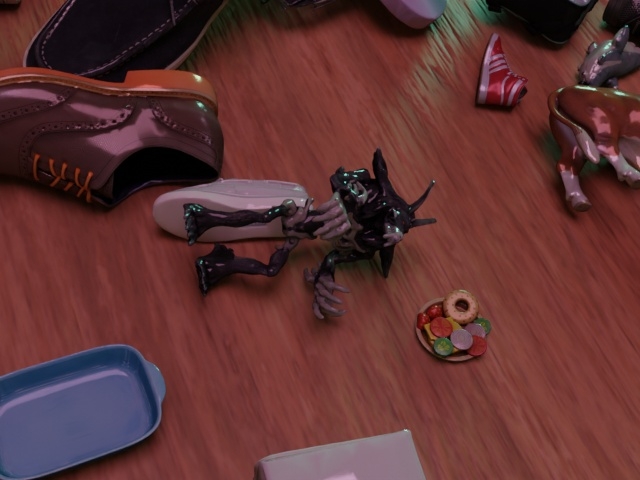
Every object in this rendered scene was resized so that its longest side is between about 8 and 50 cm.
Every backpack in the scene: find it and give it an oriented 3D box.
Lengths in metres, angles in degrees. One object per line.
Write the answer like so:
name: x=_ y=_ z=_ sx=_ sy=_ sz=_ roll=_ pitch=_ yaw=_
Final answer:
backpack: x=0.336 y=-0.401 z=1.313 sx=0.165 sy=0.144 sz=0.188 roll=32 pitch=47 yaw=9

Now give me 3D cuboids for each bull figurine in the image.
bull figurine: x=0.436 y=-0.118 z=1.150 sx=0.310 sy=0.101 sz=0.189 roll=6 pitch=56 yaw=-4

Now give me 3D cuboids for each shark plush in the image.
shark plush: x=0.398 y=-0.230 z=1.257 sx=0.067 sy=0.073 sz=0.161 roll=48 pitch=52 yaw=-11

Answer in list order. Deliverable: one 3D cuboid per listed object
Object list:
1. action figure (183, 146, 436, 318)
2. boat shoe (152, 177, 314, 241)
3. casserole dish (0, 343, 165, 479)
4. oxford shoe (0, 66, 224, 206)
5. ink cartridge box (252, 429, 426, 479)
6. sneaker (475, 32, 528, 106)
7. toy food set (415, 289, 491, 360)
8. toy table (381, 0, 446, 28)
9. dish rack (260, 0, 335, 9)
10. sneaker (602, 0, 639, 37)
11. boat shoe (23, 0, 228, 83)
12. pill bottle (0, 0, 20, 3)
action figure: x=0.000 y=0.000 z=0.975 sx=0.275 sy=0.164 sz=0.141 roll=-9 pitch=34 yaw=-3
boat shoe: x=-0.100 y=-0.044 z=1.049 sx=0.184 sy=0.066 sz=0.063 roll=-4 pitch=41 yaw=-8
casserole dish: x=-0.244 y=0.171 z=0.889 sx=0.188 sy=0.037 sz=0.114 roll=-16 pitch=58 yaw=-19
oxford shoe: x=-0.287 y=-0.109 z=1.030 sx=0.363 sy=0.130 sz=0.133 roll=-8 pitch=62 yaw=-13
ink cartridge box: x=0.039 y=0.334 z=0.696 sx=0.131 sy=0.226 sz=0.306 roll=-8 pitch=57 yaw=-14
sneaker: x=0.251 y=-0.229 z=1.239 sx=0.067 sy=0.042 sz=0.119 roll=12 pitch=61 yaw=5
toy food set: x=0.147 y=0.096 z=1.006 sx=0.083 sy=0.020 sz=0.083 roll=-15 pitch=58 yaw=-18
toy table: x=0.146 y=-0.455 z=1.265 sx=0.252 sy=0.161 sz=0.274 roll=-13 pitch=75 yaw=-47
dish rack: x=-0.054 y=-0.425 z=1.322 sx=0.208 sy=0.074 sz=0.271 roll=-35 pitch=68 yaw=-26
sneaker: x=0.531 y=-0.365 z=1.352 sx=0.130 sy=0.087 sz=0.227 roll=39 pitch=62 yaw=17
boat shoe: x=-0.182 y=-0.357 z=1.157 sx=0.500 sy=0.156 sz=0.187 roll=-42 pitch=72 yaw=-12
pill bottle: x=-0.462 y=-0.350 z=1.210 sx=0.120 sy=0.067 sz=0.067 roll=0 pitch=55 yaw=-8
